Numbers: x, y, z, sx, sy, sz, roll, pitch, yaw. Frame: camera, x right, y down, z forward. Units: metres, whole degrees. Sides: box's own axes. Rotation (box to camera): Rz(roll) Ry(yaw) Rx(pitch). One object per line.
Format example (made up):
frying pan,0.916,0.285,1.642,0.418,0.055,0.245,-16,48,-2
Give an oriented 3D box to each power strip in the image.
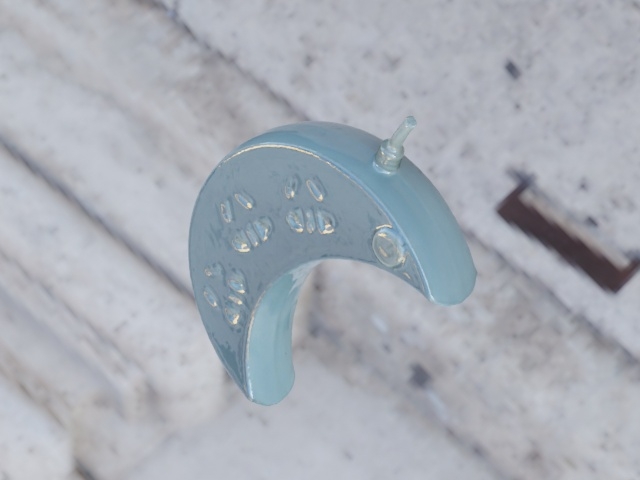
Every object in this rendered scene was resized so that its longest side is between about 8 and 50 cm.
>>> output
power strip,0.000,0.000,0.987,0.216,0.044,0.137,-36,82,47
